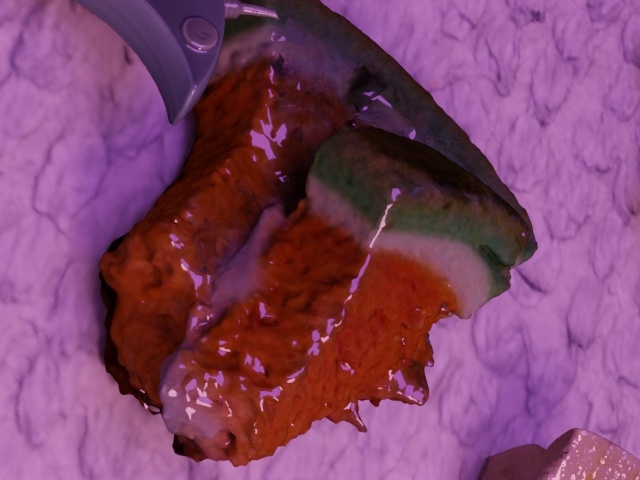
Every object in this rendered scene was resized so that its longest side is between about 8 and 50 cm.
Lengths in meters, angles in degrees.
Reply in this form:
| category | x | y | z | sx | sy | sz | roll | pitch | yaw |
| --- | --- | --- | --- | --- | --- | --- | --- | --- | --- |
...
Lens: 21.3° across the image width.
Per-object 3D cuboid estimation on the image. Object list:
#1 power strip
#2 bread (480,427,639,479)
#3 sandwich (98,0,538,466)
| category | x | y | z | sx | sy | sz | roll | pitch | yaw |
| --- | --- | --- | --- | --- | --- | --- | --- | --- | --- |
| power strip | -0.125 | -0.146 | 0.929 | 0.216 | 0.044 | 0.137 | 21 | 56 | -15 |
| bread | 0.132 | 0.201 | 1.056 | 0.077 | 0.105 | 0.152 | 38 | 57 | -19 |
| sandwich | 0.000 | 0.000 | 0.958 | 0.250 | 0.162 | 0.301 | 47 | 52 | -16 |
